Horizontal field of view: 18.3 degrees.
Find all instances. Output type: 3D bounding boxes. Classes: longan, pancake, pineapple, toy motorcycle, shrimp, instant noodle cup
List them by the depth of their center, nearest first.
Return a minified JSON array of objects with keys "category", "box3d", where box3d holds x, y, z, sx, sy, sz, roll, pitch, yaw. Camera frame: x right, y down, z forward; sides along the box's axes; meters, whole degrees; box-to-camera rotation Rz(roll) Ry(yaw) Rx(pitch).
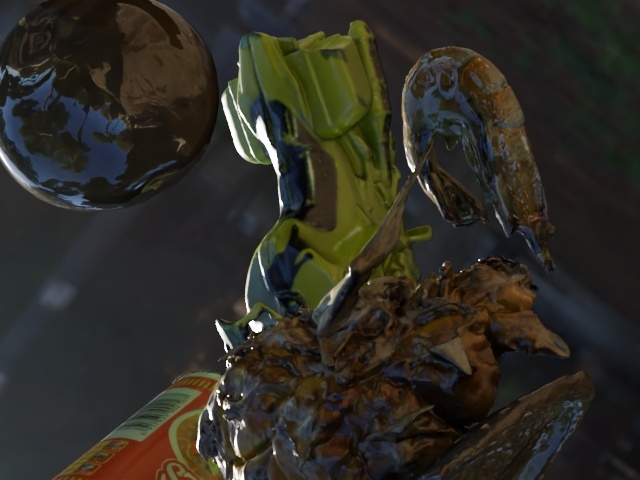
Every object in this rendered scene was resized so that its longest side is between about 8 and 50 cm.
[{"category":"pancake","box3d":[0.088,0.149,1.192,0.021,0.199,0.199,50,-176,21]},{"category":"pineapple","box3d":[0.009,0.116,1.266,0.158,0.334,0.161,42,-157,-2]},{"category":"longan","box3d":[-0.155,-0.099,1.429,0.167,0.167,0.187,37,170,-19]},{"category":"toy motorcycle","box3d":[-0.002,0.001,1.573,0.142,0.342,0.206,-16,168,35]},{"category":"instant noodle cup","box3d":[-0.135,0.225,1.706,0.193,0.212,0.193,22,135,23]},{"category":"shrimp","box3d":[0.153,-0.073,2.036,0.059,0.145,0.254,-38,-67,-54]}]
